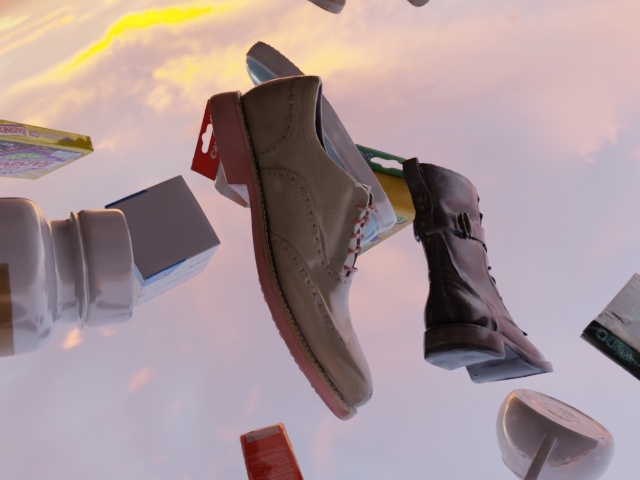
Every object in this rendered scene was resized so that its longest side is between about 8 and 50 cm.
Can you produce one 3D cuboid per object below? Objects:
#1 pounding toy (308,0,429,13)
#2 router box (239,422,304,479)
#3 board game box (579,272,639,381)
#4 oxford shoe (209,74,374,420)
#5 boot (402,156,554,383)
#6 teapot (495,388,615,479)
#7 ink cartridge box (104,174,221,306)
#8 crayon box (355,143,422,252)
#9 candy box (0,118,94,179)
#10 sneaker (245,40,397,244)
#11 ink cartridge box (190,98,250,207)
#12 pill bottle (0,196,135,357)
[{"bbox_3d":[0.009,-0.368,0.706,0.155,0.270,0.154,-48,-138,37],"label":"pounding toy"},{"bbox_3d":[-0.041,0.509,0.985,0.082,0.335,0.301,-13,-168,-11],"label":"router box"},{"bbox_3d":[0.338,0.098,0.616,0.126,0.026,0.186,40,-148,23],"label":"board game box"},{"bbox_3d":[0.000,0.000,0.702,0.147,0.396,0.140,-19,179,3],"label":"oxford shoe"},{"bbox_3d":[0.182,0.037,0.723,0.091,0.263,0.228,-18,-119,31],"label":"boot"},{"bbox_3d":[0.469,0.442,1.313,0.186,0.256,0.252,-68,-161,7],"label":"teapot"},{"bbox_3d":[-0.340,0.007,1.307,0.171,0.168,0.233,-28,173,-28],"label":"ink cartridge box"},{"bbox_3d":[0.061,-0.059,1.267,0.323,0.203,0.083,-36,-129,48],"label":"crayon box"},{"bbox_3d":[-0.369,-0.104,0.727,0.105,0.027,0.206,-18,177,17],"label":"candy box"},{"bbox_3d":[-0.032,-0.136,0.999,0.150,0.365,0.135,-36,-175,-7],"label":"sneaker"},{"bbox_3d":[-0.165,-0.158,1.116,0.179,0.145,0.045,27,-159,25],"label":"ink cartridge box"},{"bbox_3d":[-0.276,0.031,0.506,0.230,0.131,0.131,-5,-161,-27],"label":"pill bottle"}]
